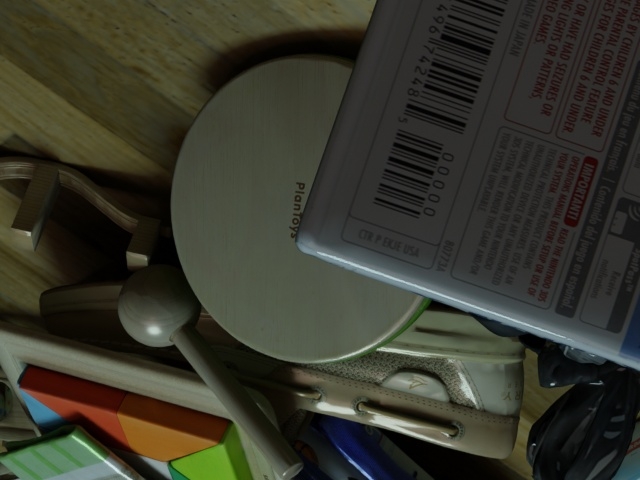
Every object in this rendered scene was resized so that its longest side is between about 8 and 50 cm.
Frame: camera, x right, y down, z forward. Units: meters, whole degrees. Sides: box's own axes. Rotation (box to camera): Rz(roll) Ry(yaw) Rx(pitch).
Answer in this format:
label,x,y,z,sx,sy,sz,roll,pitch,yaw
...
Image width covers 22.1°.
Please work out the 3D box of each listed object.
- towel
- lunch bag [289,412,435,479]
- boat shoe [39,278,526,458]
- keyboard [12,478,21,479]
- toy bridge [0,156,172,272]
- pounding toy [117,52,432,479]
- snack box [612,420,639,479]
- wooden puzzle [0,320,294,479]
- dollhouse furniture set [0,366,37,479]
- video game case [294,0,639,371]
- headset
label,x,y,z,sx,sy,sz,roll,pitch,yaw
towel,-0.141,0.181,1.148,0.152,0.023,0.113,43,142,-21
lunch bag,-0.018,0.216,1.289,0.303,0.115,0.243,41,140,-15
boat shoe,-0.033,0.085,1.111,0.341,0.110,0.121,5,-178,15
keyboard,-0.191,0.218,1.480,0.256,0.014,0.072,-21,130,41
toy bridge,-0.191,-0.024,1.108,0.188,0.063,0.026,12,145,6
pounding toy,0.000,0.000,1.011,0.183,0.110,0.237,40,110,19
snack box,0.390,0.195,1.160,0.322,0.060,0.187,27,144,-14
wooden puzzle,-0.119,0.149,1.135,0.239,0.044,0.221,17,147,22
dollhouse furniture set,-0.247,0.179,1.270,0.101,0.161,0.182,3,169,19
video game case,0.182,-0.102,0.649,0.300,0.329,0.036,19,177,-2
headset,0.172,0.060,0.859,0.243,0.185,0.394,34,178,10
